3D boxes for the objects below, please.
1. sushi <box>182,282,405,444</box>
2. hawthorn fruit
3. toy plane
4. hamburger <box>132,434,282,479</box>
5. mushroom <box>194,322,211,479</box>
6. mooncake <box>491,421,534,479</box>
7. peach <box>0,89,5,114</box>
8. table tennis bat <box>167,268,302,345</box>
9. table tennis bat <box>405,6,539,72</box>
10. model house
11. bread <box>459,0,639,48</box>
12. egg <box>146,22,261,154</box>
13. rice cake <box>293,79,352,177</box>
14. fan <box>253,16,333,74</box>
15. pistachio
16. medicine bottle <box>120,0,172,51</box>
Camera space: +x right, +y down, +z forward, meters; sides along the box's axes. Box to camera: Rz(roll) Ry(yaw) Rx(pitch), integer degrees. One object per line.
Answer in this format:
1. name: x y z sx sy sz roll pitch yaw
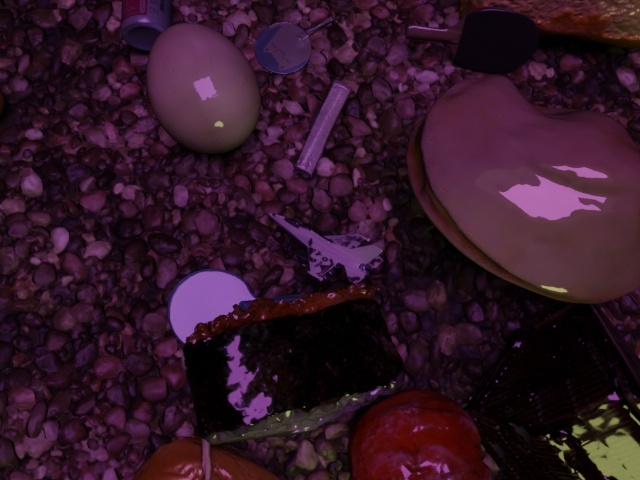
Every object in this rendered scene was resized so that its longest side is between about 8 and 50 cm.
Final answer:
1. sushi: -0.047 0.192 0.934 0.349 0.234 0.207 -5 68 -37
2. hawthorn fruit: 0.120 0.354 0.916 0.272 0.242 0.241 -9 78 4
3. toy plane: 0.004 0.015 1.055 0.234 0.082 0.160 19 36 29
4. hamburger: -0.174 0.460 0.908 0.319 0.158 0.318 0 77 1
5. mushroom: -0.182 0.247 0.937 0.026 0.028 0.286 -20 49 10
6. mooncake: 0.300 0.441 0.911 0.057 0.346 0.150 -21 38 -24
7. peach: -0.611 -0.250 1.087 0.083 0.083 0.083 1 77 -3
8. table tennis bat: -0.147 0.119 1.051 0.237 0.038 0.149 -4 77 0
9. table tennis bat: 0.284 -0.379 1.138 0.247 0.138 0.022 7 54 2
10. model house: 0.416 0.309 0.973 0.282 0.297 0.317 -39 95 21
11. bread: 0.466 -0.480 1.119 0.376 0.236 0.165 5 64 1
12. egg: -0.207 -0.269 1.056 0.189 0.188 0.253 -24 74 -8
13. rice cake: 0.006 -0.213 1.134 0.047 0.036 0.206 25 76 -10
14. fan: -0.048 -0.394 1.186 0.175 0.005 0.113 -35 81 -8
15. pistachio: 0.354 -0.090 0.997 0.445 0.281 0.365 44 63 15
16. medicine bottle: -0.328 -0.473 1.146 0.091 0.090 0.216 -3 70 -4
